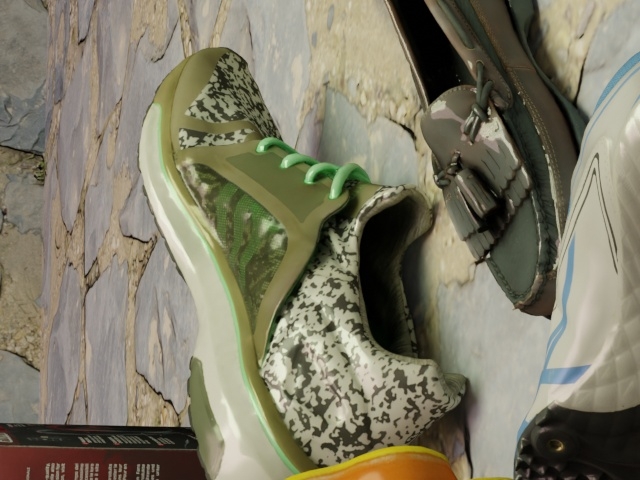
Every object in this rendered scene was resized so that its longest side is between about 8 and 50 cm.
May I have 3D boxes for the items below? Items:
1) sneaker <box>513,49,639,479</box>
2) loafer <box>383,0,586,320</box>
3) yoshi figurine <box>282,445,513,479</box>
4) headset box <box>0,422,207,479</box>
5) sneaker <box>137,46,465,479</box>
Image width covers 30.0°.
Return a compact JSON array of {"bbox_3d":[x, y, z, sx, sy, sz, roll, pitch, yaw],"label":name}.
[{"bbox_3d":[0.137,0.029,0.510,0.086,0.085,0.237,-63,-16,-64],"label":"sneaker"},{"bbox_3d":[0.079,-0.074,0.658,0.096,0.084,0.267,120,148,-49],"label":"loafer"},{"bbox_3d":[0.050,0.295,0.536,0.203,0.203,0.362,96,164,-56],"label":"yoshi figurine"},{"bbox_3d":[-0.181,0.213,0.993,0.218,0.293,0.110,170,104,-68],"label":"headset box"},{"bbox_3d":[0.000,0.000,0.831,0.182,0.158,0.410,-34,52,21],"label":"sneaker"}]
